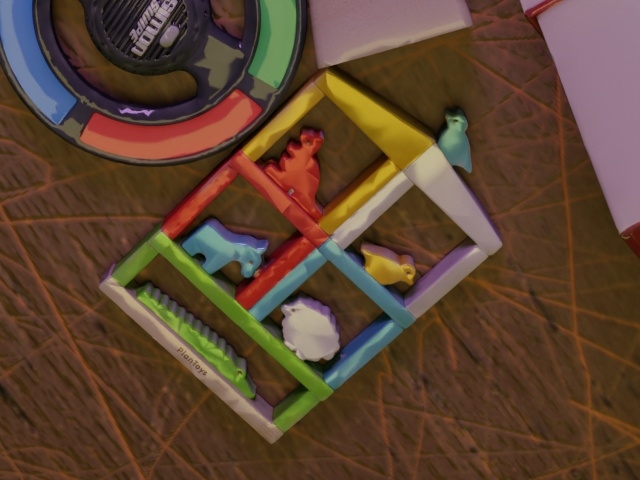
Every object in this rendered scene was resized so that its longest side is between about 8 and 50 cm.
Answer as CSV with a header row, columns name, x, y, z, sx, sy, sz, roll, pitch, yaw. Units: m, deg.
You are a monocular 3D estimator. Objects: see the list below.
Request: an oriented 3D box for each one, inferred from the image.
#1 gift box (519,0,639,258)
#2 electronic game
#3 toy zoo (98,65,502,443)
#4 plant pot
name,x,y,z,sx,sy,sz,roll,pitch,yaw
gift box,0.306,-0.107,0.980,0.276,0.258,0.255,-26,143,14
electronic game,-0.124,-0.162,1.107,0.229,0.048,0.229,0,111,1
toy zoo,0.000,0.000,1.176,0.192,0.030,0.293,43,106,-14
plant pot,0.041,-0.182,1.071,0.109,0.109,0.096,-14,99,7
